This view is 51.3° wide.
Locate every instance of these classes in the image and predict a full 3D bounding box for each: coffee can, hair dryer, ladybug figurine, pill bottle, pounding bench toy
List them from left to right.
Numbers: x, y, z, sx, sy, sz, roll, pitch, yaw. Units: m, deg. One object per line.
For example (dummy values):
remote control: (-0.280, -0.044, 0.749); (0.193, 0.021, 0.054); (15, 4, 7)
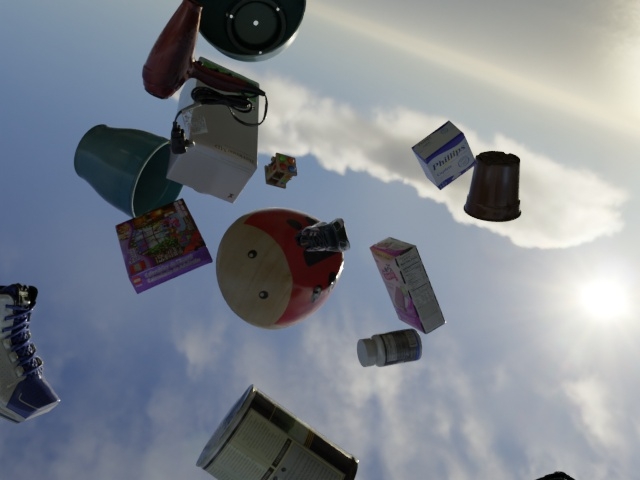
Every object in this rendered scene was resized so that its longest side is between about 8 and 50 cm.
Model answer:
hair dryer: (-0.235, -0.327, 1.298); (0.224, 0.293, 0.080); (-27, -135, -16)
coffee can: (-0.089, 0.462, 1.391); (0.275, 0.201, 0.201); (36, -163, -3)
pounding bench toy: (-0.092, -0.175, 1.538); (0.052, 0.065, 0.083); (13, -127, -30)
ladybug figurine: (-0.074, 0.054, 1.649); (0.162, 0.305, 0.449); (-17, -177, 31)
pill bottle: (0.158, 0.250, 1.536); (0.137, 0.078, 0.078); (-6, -154, -17)

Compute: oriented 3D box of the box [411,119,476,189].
box: (0.331, -0.226, 1.779); (0.137, 0.126, 0.072); (50, -176, -46)

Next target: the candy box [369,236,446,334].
candy box: (0.228, 0.116, 1.755); (0.071, 0.233, 0.159); (-27, -164, -14)

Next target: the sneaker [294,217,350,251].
sneaker: (0.000, 0.000, 1.363); (0.077, 0.072, 0.178); (-18, -178, -20)

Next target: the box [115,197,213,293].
box: (-0.411, 0.006, 1.723); (0.201, 0.057, 0.293); (-24, -146, -11)

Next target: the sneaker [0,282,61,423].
sneaker: (-0.606, 0.183, 1.279); (0.315, 0.182, 0.127); (47, -171, 5)

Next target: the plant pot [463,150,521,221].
plant pot: (0.498, -0.160, 1.901); (0.167, 0.165, 0.167); (-1, -153, 1)

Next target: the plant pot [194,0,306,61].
plant pot: (-0.178, -0.595, 1.748); (0.293, 0.293, 0.196); (21, 178, 2)

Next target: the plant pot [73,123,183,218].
plant pot: (-0.578, -0.218, 1.993); (0.255, 0.271, 0.272); (24, -162, 15)

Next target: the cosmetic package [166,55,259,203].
cosmetic package: (-0.281, -0.300, 1.789); (0.197, 0.155, 0.365); (20, -137, -26)

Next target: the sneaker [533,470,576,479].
sneaker: (0.432, 0.443, 1.080); (0.296, 0.146, 0.104); (-7, -161, -25)
